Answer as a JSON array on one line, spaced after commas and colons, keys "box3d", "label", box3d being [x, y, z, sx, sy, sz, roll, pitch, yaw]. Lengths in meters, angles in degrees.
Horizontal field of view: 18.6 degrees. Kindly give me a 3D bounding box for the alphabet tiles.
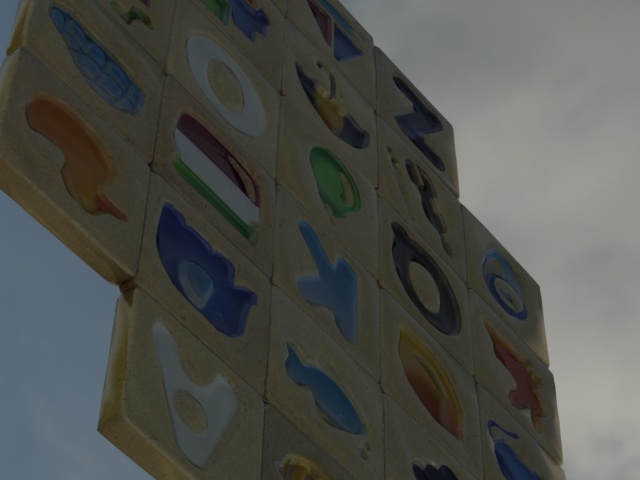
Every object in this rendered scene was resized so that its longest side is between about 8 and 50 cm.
[{"box3d": [0.000, 0.000, 0.682, 0.011, 0.285, 0.342, -33, -151, 22], "label": "alphabet tiles"}]
